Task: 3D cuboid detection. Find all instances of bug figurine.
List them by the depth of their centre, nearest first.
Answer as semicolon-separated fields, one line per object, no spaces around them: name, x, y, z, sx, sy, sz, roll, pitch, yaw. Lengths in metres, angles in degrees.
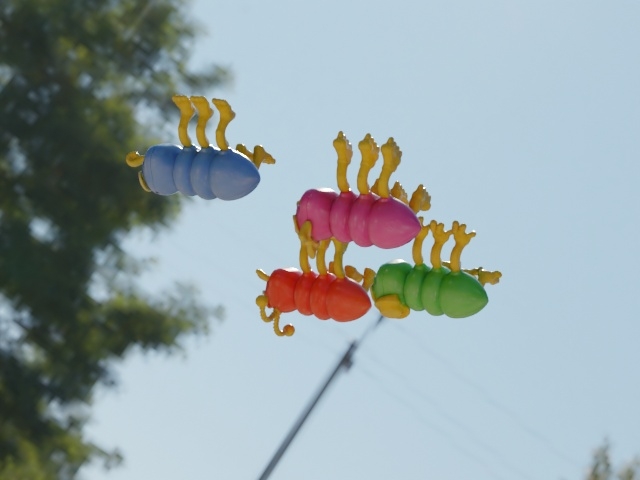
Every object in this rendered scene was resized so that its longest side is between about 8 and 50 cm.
bug figurine;0.000;0.000;1.167;0.216;0.072;0.279;5;-25;31
